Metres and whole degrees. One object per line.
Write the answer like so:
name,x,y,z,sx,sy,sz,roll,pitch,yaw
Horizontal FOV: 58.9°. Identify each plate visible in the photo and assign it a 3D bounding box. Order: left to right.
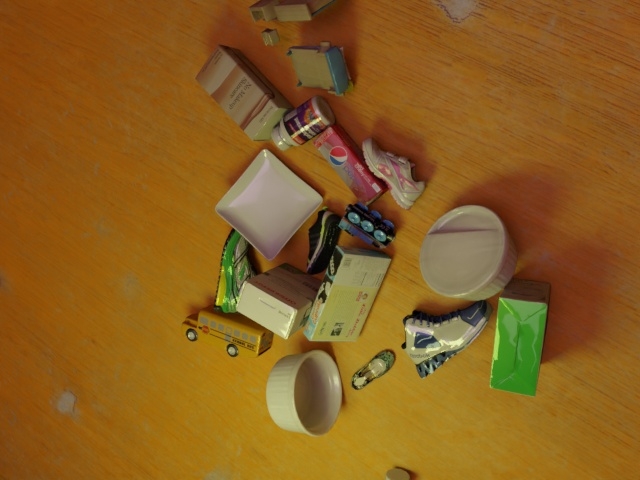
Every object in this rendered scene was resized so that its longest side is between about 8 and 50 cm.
plate,-0.172,-0.120,1.905,0.278,0.045,0.277,42,96,12

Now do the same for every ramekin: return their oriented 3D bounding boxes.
ramekin,-0.057,0.507,1.893,0.135,0.277,0.276,-11,96,35
ramekin,0.424,0.045,1.597,0.273,0.127,0.272,-24,53,36

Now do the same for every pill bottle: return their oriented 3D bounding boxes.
pill bottle,-0.059,-0.366,1.801,0.194,0.108,0.108,-28,88,27
pill bottle,0.251,0.871,1.911,0.108,0.108,0.179,9,104,23

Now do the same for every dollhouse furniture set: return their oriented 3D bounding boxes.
dollhouse furniture set,-0.015,-0.618,1.756,0.287,0.198,0.303,19,141,42

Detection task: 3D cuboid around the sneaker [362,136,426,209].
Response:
sneaker,0.227,-0.220,1.712,0.111,0.103,0.252,-39,90,22

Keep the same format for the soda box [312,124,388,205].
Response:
soda box,0.097,-0.236,1.764,0.083,0.092,0.263,-41,83,26

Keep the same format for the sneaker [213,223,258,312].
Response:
sneaker,-0.280,0.092,2.005,0.147,0.134,0.343,9,101,-7

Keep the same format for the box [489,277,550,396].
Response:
box,0.561,0.259,1.575,0.127,0.231,0.261,7,104,22

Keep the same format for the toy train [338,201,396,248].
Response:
toy train,0.149,-0.043,1.781,0.184,0.080,0.105,35,143,7

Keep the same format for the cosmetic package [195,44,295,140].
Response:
cosmetic package,-0.246,-0.478,1.853,0.296,0.129,0.153,46,114,9

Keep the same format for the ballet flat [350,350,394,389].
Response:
ballet flat,0.171,0.438,1.884,0.070,0.070,0.188,47,115,10

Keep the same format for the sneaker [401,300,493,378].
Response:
sneaker,0.354,0.269,1.730,0.182,0.127,0.315,45,116,8

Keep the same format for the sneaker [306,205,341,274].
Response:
sneaker,0.000,0.000,1.881,0.097,0.084,0.234,37,114,40

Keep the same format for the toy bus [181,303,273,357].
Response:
toy bus,-0.343,0.329,2.072,0.333,0.108,0.130,16,106,21

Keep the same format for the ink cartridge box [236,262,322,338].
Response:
ink cartridge box,-0.115,0.188,1.847,0.199,0.273,0.114,27,110,18

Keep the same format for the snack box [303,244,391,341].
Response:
snack box,0.083,0.176,1.806,0.060,0.187,0.321,46,121,51
